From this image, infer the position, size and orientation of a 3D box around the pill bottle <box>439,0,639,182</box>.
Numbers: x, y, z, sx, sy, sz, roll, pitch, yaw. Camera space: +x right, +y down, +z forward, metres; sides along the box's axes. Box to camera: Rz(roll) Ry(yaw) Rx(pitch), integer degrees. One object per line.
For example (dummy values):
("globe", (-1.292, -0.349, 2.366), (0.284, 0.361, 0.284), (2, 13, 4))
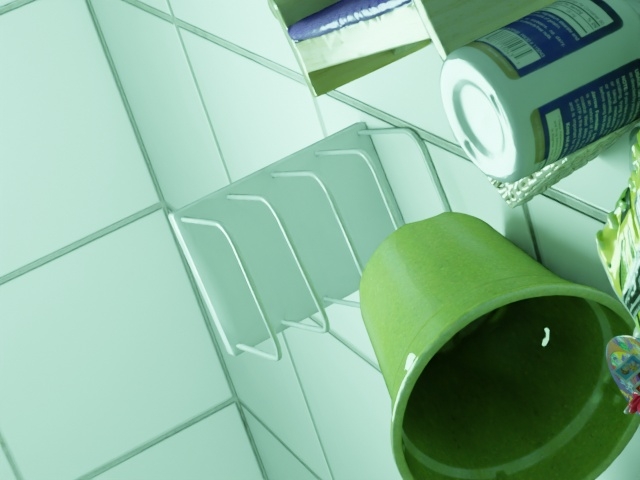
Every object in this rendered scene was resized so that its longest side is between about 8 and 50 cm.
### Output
("pill bottle", (0.197, -0.131, 1.118), (0.112, 0.186, 0.112), (53, 160, 30))

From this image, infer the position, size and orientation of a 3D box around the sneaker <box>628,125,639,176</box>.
("sneaker", (0.302, 0.000, 1.224), (0.094, 0.080, 0.212), (-121, 16, -66))

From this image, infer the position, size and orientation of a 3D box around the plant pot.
("plant pot", (0.163, 0.104, 1.496), (0.254, 0.276, 0.276), (-121, 14, -57))

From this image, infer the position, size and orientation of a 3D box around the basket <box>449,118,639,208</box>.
("basket", (0.202, -0.111, 1.264), (0.103, 0.113, 0.167), (57, 162, 6))

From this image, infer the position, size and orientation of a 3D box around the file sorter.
("file sorter", (0.000, 0.000, 1.721), (0.173, 0.277, 0.193), (8, 123, 67))

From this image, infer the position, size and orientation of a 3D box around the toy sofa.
("toy sofa", (0.074, -0.254, 1.356), (0.177, 0.150, 0.362), (65, 163, -10))

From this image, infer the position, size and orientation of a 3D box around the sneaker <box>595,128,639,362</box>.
("sneaker", (0.270, -0.023, 1.064), (0.147, 0.145, 0.385), (8, 125, 32))

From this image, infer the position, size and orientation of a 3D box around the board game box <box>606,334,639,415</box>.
("board game box", (0.278, 0.150, 1.132), (0.168, 0.033, 0.133), (42, 164, 28))
